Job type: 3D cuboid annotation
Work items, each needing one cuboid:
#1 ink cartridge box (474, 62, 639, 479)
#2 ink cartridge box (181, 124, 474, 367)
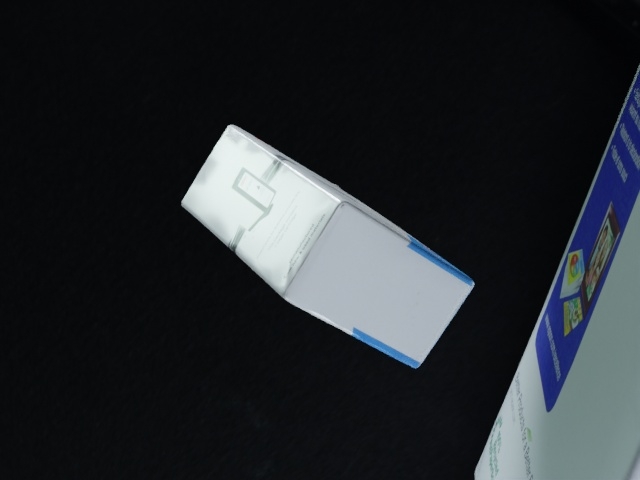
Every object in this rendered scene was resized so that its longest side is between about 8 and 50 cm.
[{"bbox_3d":[0.126,-0.014,0.339,0.065,0.333,0.165,16,-157,1],"label":"ink cartridge box"},{"bbox_3d":[0.000,0.000,0.904,0.148,0.203,0.086,30,-86,-34],"label":"ink cartridge box"}]
